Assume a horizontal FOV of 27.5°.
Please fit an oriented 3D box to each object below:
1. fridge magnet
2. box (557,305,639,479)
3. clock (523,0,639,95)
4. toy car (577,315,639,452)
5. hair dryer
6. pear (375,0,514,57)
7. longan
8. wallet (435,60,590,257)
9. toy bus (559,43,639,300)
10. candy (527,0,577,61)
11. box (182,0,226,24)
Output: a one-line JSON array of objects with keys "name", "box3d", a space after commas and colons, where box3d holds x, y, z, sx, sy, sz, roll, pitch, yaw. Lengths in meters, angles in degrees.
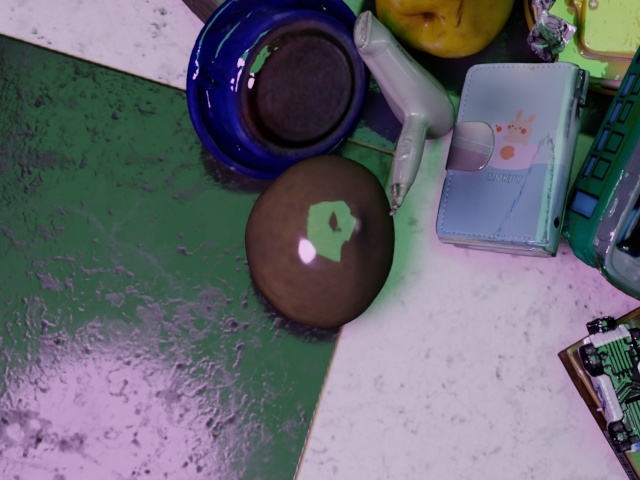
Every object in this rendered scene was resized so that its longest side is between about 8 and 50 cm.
[{"name": "fridge magnet", "box3d": [-0.047, -0.204, 1.685, 0.265, 0.112, 0.265, -11, 113, -28]}, {"name": "box", "box3d": [0.438, 0.211, 1.696, 0.159, 0.071, 0.240, -28, 83, -4]}, {"name": "clock", "box3d": [0.414, -0.330, 1.788, 0.277, 0.071, 0.293, 11, 87, -1]}, {"name": "toy car", "box3d": [0.377, 0.177, 1.628, 0.080, 0.070, 0.171, -19, 83, -4]}, {"name": "hair dryer", "box3d": [0.094, -0.143, 1.655, 0.075, 0.206, 0.237, -13, 53, 30]}, {"name": "pear", "box3d": [0.166, -0.346, 1.730, 0.200, 0.200, 0.200, 0, 80, -2]}, {"name": "longan", "box3d": [0.000, 0.000, 1.655, 0.196, 0.196, 0.220, 1, 95, -2]}, {"name": "wallet", "box3d": [0.250, -0.107, 1.705, 0.176, 0.075, 0.250, 6, 79, 37]}, {"name": "toy bus", "box3d": [0.442, -0.098, 1.656, 0.183, 0.199, 0.343, 23, 95, -20]}, {"name": "candy", "box3d": [0.293, -0.343, 1.709, 0.051, 0.094, 0.226, -11, 75, 37]}, {"name": "box", "box3d": [-0.092, -0.403, 1.745, 0.231, 0.149, 0.155, -44, 84, -9]}]
